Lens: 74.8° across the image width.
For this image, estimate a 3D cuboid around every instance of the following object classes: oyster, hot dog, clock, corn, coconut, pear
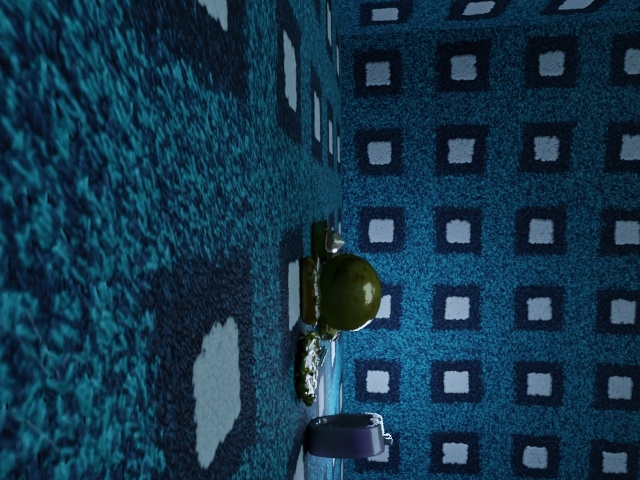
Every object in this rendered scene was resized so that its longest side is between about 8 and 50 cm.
[{"bbox_3d":[0.048,0.051,2.097,0.396,0.111,0.204,-79,151,-66],"label":"oyster"},{"bbox_3d":[-0.031,0.173,1.464,0.109,0.072,0.269,-42,133,-84],"label":"hot dog"},{"bbox_3d":[0.115,0.752,1.629,0.338,0.339,0.102,62,24,-76],"label":"clock"},{"bbox_3d":[0.038,0.361,1.954,0.244,0.094,0.093,-82,170,-53],"label":"corn"},{"bbox_3d":[0.048,0.000,1.898,0.110,0.125,0.110,2,90,-83],"label":"coconut"},{"bbox_3d":[0.111,0.215,1.728,0.314,0.315,0.313,0,90,-83],"label":"pear"}]

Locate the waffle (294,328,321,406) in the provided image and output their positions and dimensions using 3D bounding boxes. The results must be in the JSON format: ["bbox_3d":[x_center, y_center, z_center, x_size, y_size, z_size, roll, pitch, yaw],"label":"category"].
[{"bbox_3d":[-0.037,0.442,1.442,0.280,0.060,0.261,-31,120,-82],"label":"waffle"}]

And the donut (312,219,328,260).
[{"bbox_3d":[0.000,0.000,1.769,0.162,0.066,0.178,84,6,-74],"label":"donut"}]

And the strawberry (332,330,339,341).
[{"bbox_3d":[0.063,0.458,2.179,0.145,0.087,0.145,1,90,-82],"label":"strawberry"}]

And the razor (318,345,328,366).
[{"bbox_3d":[0.006,0.523,1.960,0.211,0.036,0.084,62,52,-88],"label":"razor"}]
